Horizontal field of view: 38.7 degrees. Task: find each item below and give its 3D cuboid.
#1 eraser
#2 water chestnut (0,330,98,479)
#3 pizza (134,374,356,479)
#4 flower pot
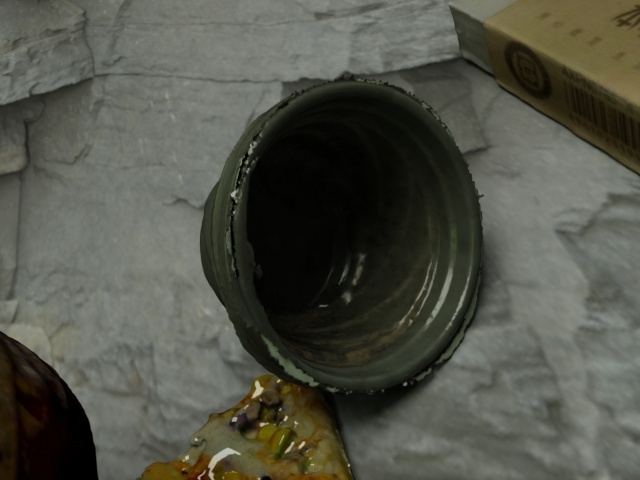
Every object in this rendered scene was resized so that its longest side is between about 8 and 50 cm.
[{"bbox_3d":[0.266,-0.165,0.812,0.144,0.078,0.343,-32,41,-9],"label":"eraser"},{"bbox_3d":[-0.285,0.191,0.498,0.335,0.347,0.335,-29,52,46],"label":"water chestnut"},{"bbox_3d":[-0.028,0.147,0.665,0.185,0.036,0.176,9,51,33],"label":"pizza"},{"bbox_3d":[0.000,0.000,0.697,0.235,0.235,0.141,-50,23,-26],"label":"flower pot"}]
